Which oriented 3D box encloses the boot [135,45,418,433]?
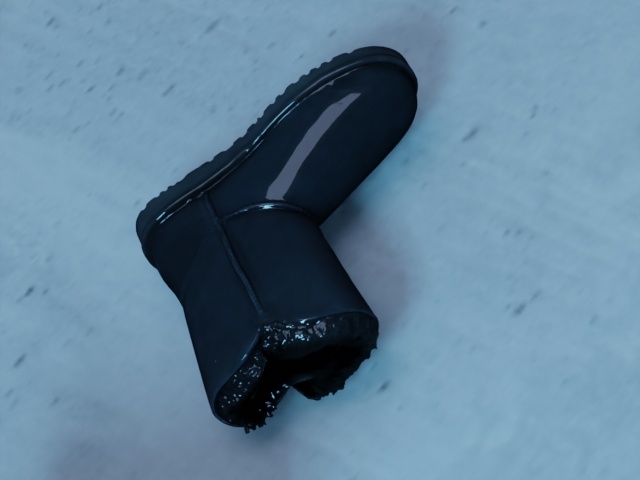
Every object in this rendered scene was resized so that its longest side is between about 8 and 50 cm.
[{"bbox_3d":[0.000,0.000,1.371,0.246,0.094,0.207,-35,47,4],"label":"boot"}]
